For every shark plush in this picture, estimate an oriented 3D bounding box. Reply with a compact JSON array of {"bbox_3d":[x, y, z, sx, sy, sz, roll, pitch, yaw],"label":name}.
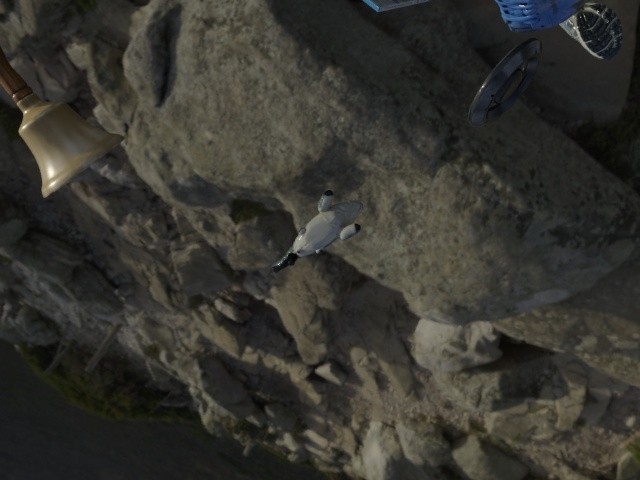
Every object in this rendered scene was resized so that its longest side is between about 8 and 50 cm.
[{"bbox_3d":[0.000,0.000,0.851,0.073,0.161,0.067,39,-174,4],"label":"shark plush"}]

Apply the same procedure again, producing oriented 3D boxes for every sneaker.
[{"bbox_3d":[0.174,-0.202,0.467,0.069,0.209,0.082,35,126,24],"label":"sneaker"},{"bbox_3d":[0.755,-0.629,1.663,0.110,0.122,0.283,-33,78,11],"label":"sneaker"}]

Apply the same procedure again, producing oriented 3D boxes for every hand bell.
[{"bbox_3d":[-0.368,-0.184,0.701,0.126,0.126,0.242,-15,119,43],"label":"hand bell"}]

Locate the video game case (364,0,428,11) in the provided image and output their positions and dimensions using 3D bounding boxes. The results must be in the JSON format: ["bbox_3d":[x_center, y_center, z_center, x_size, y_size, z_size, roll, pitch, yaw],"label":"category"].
[{"bbox_3d":[0.177,-0.619,1.452,0.119,0.166,0.015,51,150,32],"label":"video game case"}]

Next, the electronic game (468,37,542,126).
[{"bbox_3d":[0.421,-0.357,1.324,0.048,0.229,0.229,45,146,19],"label":"electronic game"}]
